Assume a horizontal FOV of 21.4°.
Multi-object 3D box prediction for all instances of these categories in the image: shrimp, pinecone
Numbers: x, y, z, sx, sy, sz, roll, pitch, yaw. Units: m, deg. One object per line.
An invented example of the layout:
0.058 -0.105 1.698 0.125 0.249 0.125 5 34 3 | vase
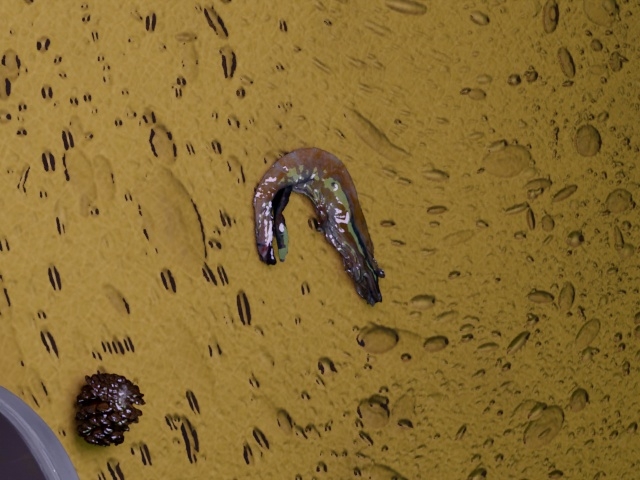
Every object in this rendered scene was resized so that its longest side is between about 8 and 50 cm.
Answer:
0.000 0.000 2.021 0.152 0.046 0.219 -36 108 -30 | shrimp
-0.234 0.184 1.853 0.077 0.077 0.083 19 113 -34 | pinecone

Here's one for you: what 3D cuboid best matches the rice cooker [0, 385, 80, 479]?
-0.399 0.291 1.565 0.325 0.335 0.335 -19 104 -56 | rice cooker
